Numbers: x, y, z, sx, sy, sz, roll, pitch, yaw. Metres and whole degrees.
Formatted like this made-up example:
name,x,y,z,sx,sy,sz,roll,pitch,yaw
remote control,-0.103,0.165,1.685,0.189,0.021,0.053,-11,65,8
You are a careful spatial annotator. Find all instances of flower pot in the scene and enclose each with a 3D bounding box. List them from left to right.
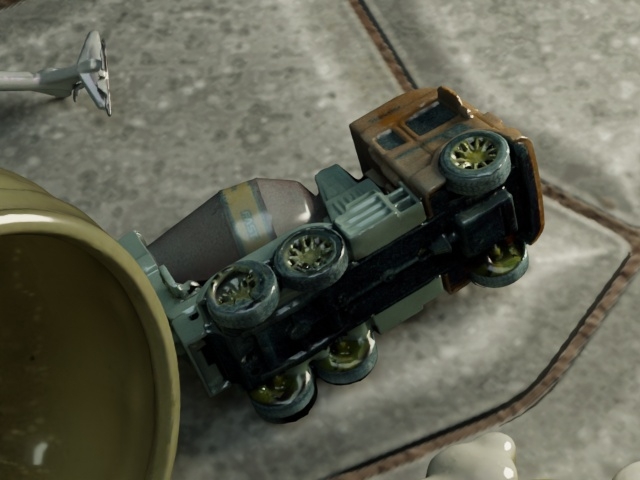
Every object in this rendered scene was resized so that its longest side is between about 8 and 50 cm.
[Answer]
name,x,y,z,sx,sy,sz,roll,pitch,yaw
flower pot,-0.249,0.098,0.649,0.244,0.307,0.307,13,58,33

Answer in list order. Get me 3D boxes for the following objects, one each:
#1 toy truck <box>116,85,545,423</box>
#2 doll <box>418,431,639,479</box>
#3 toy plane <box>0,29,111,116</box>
name,x,y,z,sx,sy,sz,roll,pitch,yaw
toy truck,0.000,0.000,0.786,0.256,0.108,0.140,-31,46,-11
doll,0.117,0.214,0.629,0.237,0.111,0.252,22,53,17
toy plane,-0.294,-0.117,0.887,0.273,0.107,0.182,-20,79,-21
